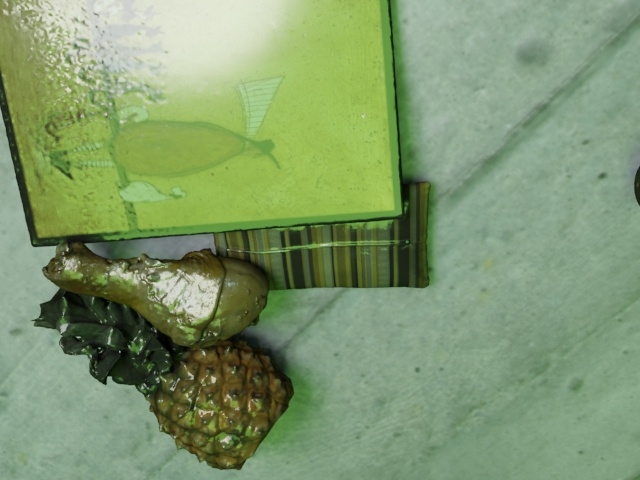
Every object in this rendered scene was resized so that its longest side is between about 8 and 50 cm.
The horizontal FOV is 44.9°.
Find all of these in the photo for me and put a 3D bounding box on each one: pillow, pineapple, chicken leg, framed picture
[{"bbox_3d":[0.000,0.000,0.717,0.204,0.038,0.113,-2,118,4],"label":"pillow"},{"bbox_3d":[-0.150,0.114,0.749,0.248,0.128,0.128,36,114,-8],"label":"pineapple"},{"bbox_3d":[-0.146,0.044,0.686,0.198,0.069,0.084,13,111,-8],"label":"chicken leg"},{"bbox_3d":[-0.106,-0.126,0.649,0.339,0.014,0.255,-4,108,5],"label":"framed picture"}]

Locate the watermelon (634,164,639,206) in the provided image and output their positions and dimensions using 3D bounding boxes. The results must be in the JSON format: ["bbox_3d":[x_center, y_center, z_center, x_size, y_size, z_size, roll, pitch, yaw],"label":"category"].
[{"bbox_3d":[0.321,-0.052,0.650,0.111,0.078,0.078,-16,116,11],"label":"watermelon"}]
